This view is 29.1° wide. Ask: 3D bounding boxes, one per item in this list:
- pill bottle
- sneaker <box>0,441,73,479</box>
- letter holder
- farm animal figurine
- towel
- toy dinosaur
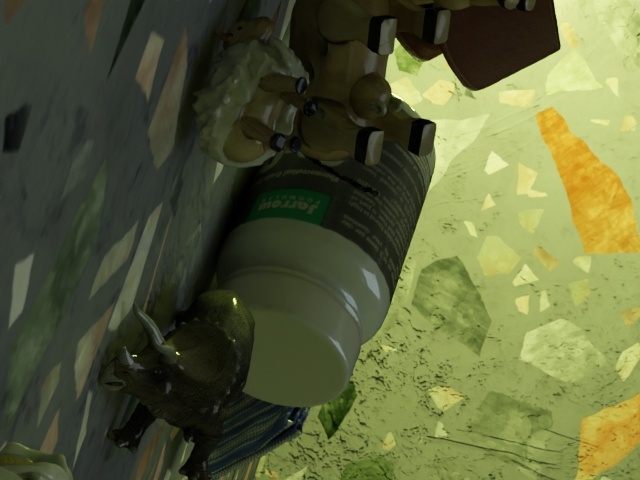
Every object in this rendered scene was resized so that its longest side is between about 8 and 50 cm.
[{"bbox_3d":[0.000,0.000,1.430,0.204,0.204,0.361,103,6,-49],"label":"pill bottle"},{"bbox_3d":[-0.177,0.157,0.633,0.228,0.087,0.092,141,-40,-85],"label":"sneaker"},{"bbox_3d":[0.127,-0.274,1.358,0.152,0.214,0.302,64,7,19],"label":"letter holder"},{"bbox_3d":[0.040,-0.210,1.075,0.330,0.172,0.327,7,104,-48],"label":"farm animal figurine"},{"bbox_3d":[-0.052,0.142,1.574,0.243,0.040,0.336,-36,-157,45],"label":"towel"},{"bbox_3d":[-0.104,0.112,1.119,0.160,0.121,0.313,-59,176,19],"label":"toy dinosaur"}]
